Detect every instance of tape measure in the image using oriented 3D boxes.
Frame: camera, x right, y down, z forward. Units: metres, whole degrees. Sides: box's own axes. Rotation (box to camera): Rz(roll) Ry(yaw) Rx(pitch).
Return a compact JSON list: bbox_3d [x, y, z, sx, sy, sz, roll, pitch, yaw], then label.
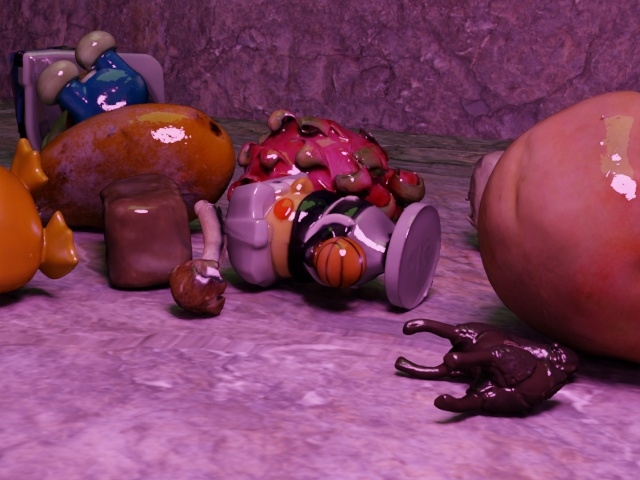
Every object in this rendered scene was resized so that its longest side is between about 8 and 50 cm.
[{"bbox_3d":[-0.417,-0.224,1.715,0.259,0.262,0.138,-4,6,-27],"label":"tape measure"}]

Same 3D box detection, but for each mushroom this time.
[{"bbox_3d":[-0.126,0.016,1.026,0.060,0.061,0.187,7,32,-4],"label":"mushroom"}]

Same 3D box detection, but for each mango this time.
[{"bbox_3d":[-0.275,-0.094,1.334,0.316,0.192,0.146,-12,40,9],"label":"mango"}]

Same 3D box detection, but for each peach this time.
[{"bbox_3d":[0.288,-0.002,0.883,0.292,0.247,0.292,20,20,-8],"label":"peach"}]

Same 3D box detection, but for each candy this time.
[{"bbox_3d":[-0.212,-0.015,1.151,0.102,0.104,0.234,-5,13,-14],"label":"candy"}]

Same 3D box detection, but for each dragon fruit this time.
[{"bbox_3d":[0.015,-0.064,1.277,0.273,0.198,0.218,24,-24,-16],"label":"dragon fruit"}]

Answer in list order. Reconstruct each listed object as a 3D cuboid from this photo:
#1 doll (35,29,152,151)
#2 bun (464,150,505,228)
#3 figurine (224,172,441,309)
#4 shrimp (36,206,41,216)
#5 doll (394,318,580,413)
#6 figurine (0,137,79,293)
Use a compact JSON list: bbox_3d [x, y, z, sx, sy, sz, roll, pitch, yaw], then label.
[{"bbox_3d":[-0.335,-0.163,1.481,0.186,0.198,0.322,40,-19,7],"label":"doll"},{"bbox_3d":[0.313,-0.043,1.312,0.239,0.141,0.239,5,18,-2],"label":"bun"},{"bbox_3d":[0.000,0.000,1.069,0.236,0.133,0.176,13,13,27],"label":"figurine"},{"bbox_3d":[-0.391,0.002,1.119,0.065,0.056,0.165,23,32,18],"label":"shrimp"},{"bbox_3d":[0.151,0.103,0.800,0.165,0.057,0.139,4,8,-17],"label":"doll"},{"bbox_3d":[-0.385,-0.005,0.956,0.215,0.215,0.228,11,0,33],"label":"figurine"}]
